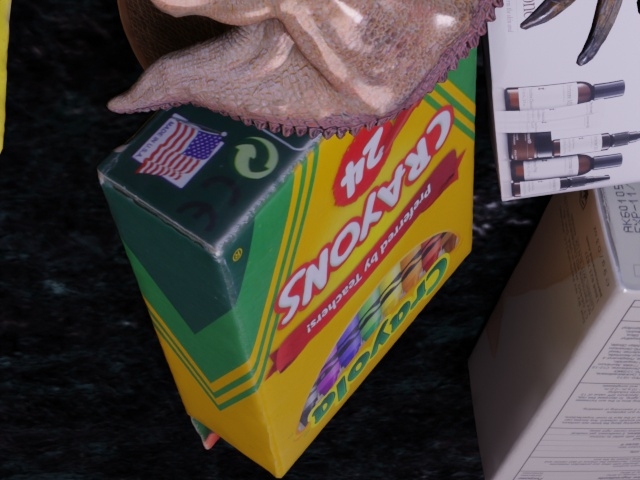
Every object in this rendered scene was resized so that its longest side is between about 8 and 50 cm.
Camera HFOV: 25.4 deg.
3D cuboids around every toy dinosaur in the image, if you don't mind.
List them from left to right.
[{"bbox_3d":[0.041,-0.121,0.600,0.200,0.127,0.296,39,103,-19],"label":"toy dinosaur"}]

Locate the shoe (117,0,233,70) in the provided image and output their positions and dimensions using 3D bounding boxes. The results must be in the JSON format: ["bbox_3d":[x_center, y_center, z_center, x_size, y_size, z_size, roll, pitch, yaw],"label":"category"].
[{"bbox_3d":[-0.055,-0.103,0.762,0.076,0.058,0.219,21,150,20],"label":"shoe"}]

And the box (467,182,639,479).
[{"bbox_3d":[0.213,0.063,0.996,0.147,0.121,0.311,1,148,-12],"label":"box"}]

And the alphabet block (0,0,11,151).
[{"bbox_3d":[-0.252,-0.071,0.646,0.192,0.193,0.197,8,146,-22],"label":"alphabet block"}]

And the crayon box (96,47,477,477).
[{"bbox_3d":[0.000,0.000,0.799,0.081,0.202,0.318,32,157,21],"label":"crayon box"}]

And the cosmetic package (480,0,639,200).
[{"bbox_3d":[0.136,-0.111,0.764,0.098,0.060,0.239,-9,148,5],"label":"cosmetic package"}]
